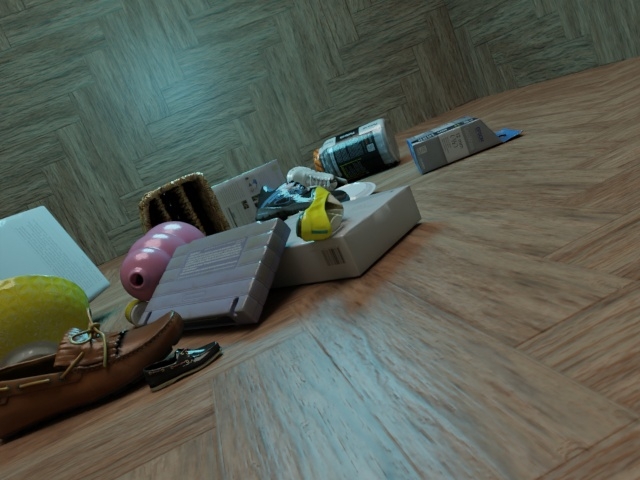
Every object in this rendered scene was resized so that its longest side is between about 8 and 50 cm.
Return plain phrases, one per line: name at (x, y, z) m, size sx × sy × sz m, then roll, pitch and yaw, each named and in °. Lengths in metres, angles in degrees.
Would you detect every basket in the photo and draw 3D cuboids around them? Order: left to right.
basket at (-0.421, -0.034, 1.637) m, size 0.213 × 0.299 × 0.223 m, roll -29°, pitch 13°, yaw -27°

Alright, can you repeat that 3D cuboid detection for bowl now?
bowl at (-0.655, 0.231, 1.187) m, size 0.289 × 0.290 × 0.156 m, roll -26°, pitch 55°, yaw -14°

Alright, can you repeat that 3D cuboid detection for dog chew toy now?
dog chew toy at (-0.408, 0.064, 1.379) m, size 0.206 × 0.207 × 0.332 m, roll -21°, pitch 7°, yaw 8°

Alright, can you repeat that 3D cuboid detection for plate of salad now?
plate of salad at (0.094, -0.143, 1.777) m, size 0.199 × 0.048 × 0.200 m, roll -19°, pitch 23°, yaw 8°

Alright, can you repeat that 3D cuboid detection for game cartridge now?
game cartridge at (-0.227, 0.081, 1.126) m, size 0.354 × 0.068 × 0.230 m, roll -13°, pitch 42°, yaw 39°

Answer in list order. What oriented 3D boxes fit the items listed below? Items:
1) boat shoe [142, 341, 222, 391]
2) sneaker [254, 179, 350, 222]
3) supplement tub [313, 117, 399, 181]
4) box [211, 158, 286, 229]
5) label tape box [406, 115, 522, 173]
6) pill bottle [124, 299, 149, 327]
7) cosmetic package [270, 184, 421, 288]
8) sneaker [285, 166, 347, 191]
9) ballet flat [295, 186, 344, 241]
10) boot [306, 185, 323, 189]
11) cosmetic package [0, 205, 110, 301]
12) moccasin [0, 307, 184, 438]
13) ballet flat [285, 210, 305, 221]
boat shoe at (-0.230, 0.203, 0.888) m, size 0.132 × 0.042 × 0.049 m, roll -25°, pitch 10°, yaw -16°
sneaker at (-0.066, -0.136, 1.694) m, size 0.340 × 0.140 × 0.125 m, roll -7°, pitch -18°, yaw 26°
supplement tub at (0.154, -0.374, 2.281) m, size 0.337 × 0.207 × 0.207 m, roll -18°, pitch 13°, yaw 21°
box at (-0.252, -0.112, 1.829) m, size 0.321 × 0.233 × 0.058 m, roll -24°, pitch 7°, yaw -5°
label tape box at (0.485, -0.358, 1.832) m, size 0.347 × 0.115 × 0.249 m, roll -22°, pitch 12°, yaw 11°
pill bottle at (-0.453, 0.182, 1.326) m, size 0.065 × 0.065 × 0.116 m, roll -30°, pitch 14°, yaw -29°
cosmetic package at (0.000, 0.000, 1.208) m, size 0.377 × 0.098 × 0.284 m, roll -12°, pitch 19°, yaw 42°
sneaker at (-0.011, -0.227, 2.054) m, size 0.118 × 0.110 × 0.292 m, roll 10°, pitch 9°, yaw 43°
ballet flat at (0.008, -0.052, 1.068) m, size 0.077 × 0.077 × 0.231 m, roll 1°, pitch 20°, yaw 8°
boot at (-0.105, -0.132, 2.007) m, size 0.244 × 0.089 × 0.176 m, roll -31°, pitch 13°, yaw -20°
cosmetic package at (-0.891, 0.152, 1.491) m, size 0.329 × 0.327 × 0.394 m, roll -35°, pitch 10°, yaw 12°
moccasin at (-0.430, 0.212, 0.953) m, size 0.379 × 0.147 × 0.139 m, roll -22°, pitch 12°, yaw 4°
ballet flat at (-0.052, -0.037, 1.504) m, size 0.077 × 0.091 × 0.241 m, roll -4°, pitch 19°, yaw 17°
